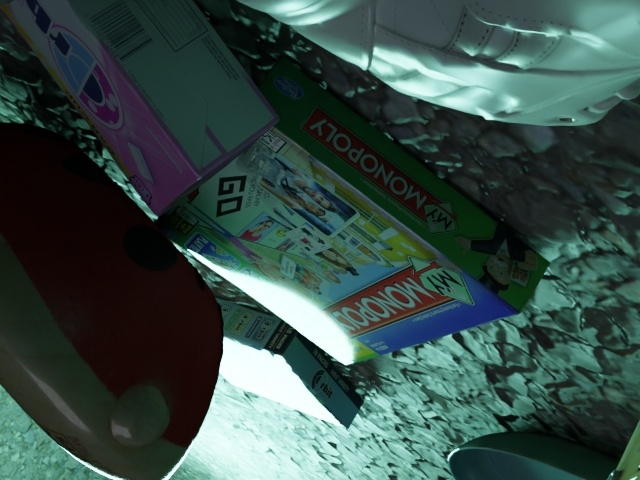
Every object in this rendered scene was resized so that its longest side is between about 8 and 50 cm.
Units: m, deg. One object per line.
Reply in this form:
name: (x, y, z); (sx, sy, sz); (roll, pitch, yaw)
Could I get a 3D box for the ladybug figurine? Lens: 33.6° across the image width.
ladybug figurine: (-0.214, 0.030, 0.887); (0.449, 0.162, 0.305); (37, 165, 47)

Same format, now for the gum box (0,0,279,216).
gum box: (-0.118, -0.115, 0.617); (0.188, 0.062, 0.107); (54, 156, -5)

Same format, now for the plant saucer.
plant saucer: (0.268, 0.264, 0.984); (0.317, 0.044, 0.317); (28, 158, 12)

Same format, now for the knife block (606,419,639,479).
knife block: (0.316, 0.173, 0.654); (0.242, 0.088, 0.276); (29, 158, 9)

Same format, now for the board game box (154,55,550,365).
board game box: (0.000, 0.000, 0.785); (0.213, 0.046, 0.317); (37, 159, -7)

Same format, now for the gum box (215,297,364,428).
gum box: (-0.062, 0.127, 1.155); (0.184, 0.041, 0.157); (14, 151, 39)

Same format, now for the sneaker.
sneaker: (0.099, -0.105, 0.367); (0.152, 0.114, 0.305); (31, 168, -36)

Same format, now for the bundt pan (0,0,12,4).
bundt pan: (-0.195, -0.205, 0.327); (0.331, 0.331, 0.124); (94, 160, -66)
